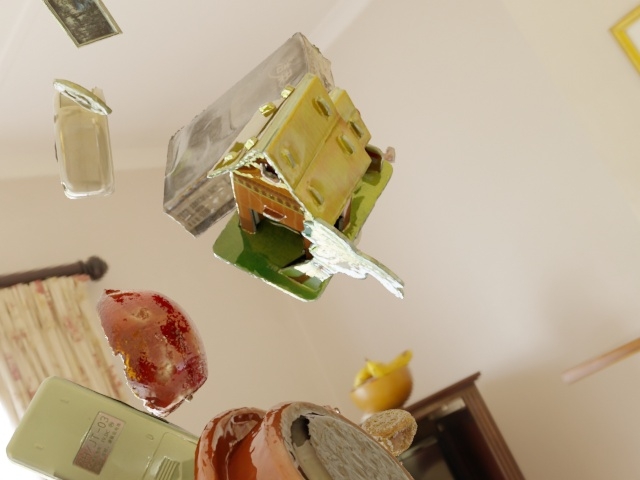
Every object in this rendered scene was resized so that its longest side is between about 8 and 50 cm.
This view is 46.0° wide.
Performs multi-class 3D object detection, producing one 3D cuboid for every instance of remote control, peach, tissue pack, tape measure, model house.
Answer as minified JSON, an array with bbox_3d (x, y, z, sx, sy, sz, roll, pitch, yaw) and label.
[{"bbox_3d":[-0.292,0.311,1.101,0.056,0.296,0.140,126,168,-62],"label":"remote control"},{"bbox_3d":[-0.310,0.181,1.411,0.154,0.267,0.159,-27,-15,-9],"label":"peach"},{"bbox_3d":[-0.146,-0.219,1.549,0.394,0.288,0.124,-34,-55,20],"label":"tissue pack"},{"bbox_3d":[-0.540,-0.225,1.708,0.130,0.258,0.265,-5,3,-13],"label":"tape measure"},{"bbox_3d":[0.027,-0.095,1.127,0.300,0.340,0.324,-58,-15,-24],"label":"model house"}]

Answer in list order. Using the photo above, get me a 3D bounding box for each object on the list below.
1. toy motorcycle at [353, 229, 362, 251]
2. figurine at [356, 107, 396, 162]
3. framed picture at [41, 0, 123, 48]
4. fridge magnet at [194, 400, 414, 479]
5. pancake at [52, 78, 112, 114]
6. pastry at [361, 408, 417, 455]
[{"bbox_3d":[0.000,0.000,1.394,0.150,0.102,0.221,10,-29,6],"label":"toy motorcycle"},{"bbox_3d":[0.024,-0.142,1.630,0.287,0.186,0.176,-50,-33,-11],"label":"figurine"},{"bbox_3d":[-0.629,-0.591,1.995,0.141,0.011,0.183,-16,-34,8],"label":"framed picture"},{"bbox_3d":[0.009,0.328,0.897,0.155,0.363,0.363,-50,-21,12],"label":"fridge magnet"},{"bbox_3d":[-0.390,-0.235,1.238,0.017,0.108,0.108,-63,-13,-8],"label":"pancake"},{"bbox_3d":[0.123,0.349,1.376,0.109,0.057,0.097,-12,16,13],"label":"pastry"}]
